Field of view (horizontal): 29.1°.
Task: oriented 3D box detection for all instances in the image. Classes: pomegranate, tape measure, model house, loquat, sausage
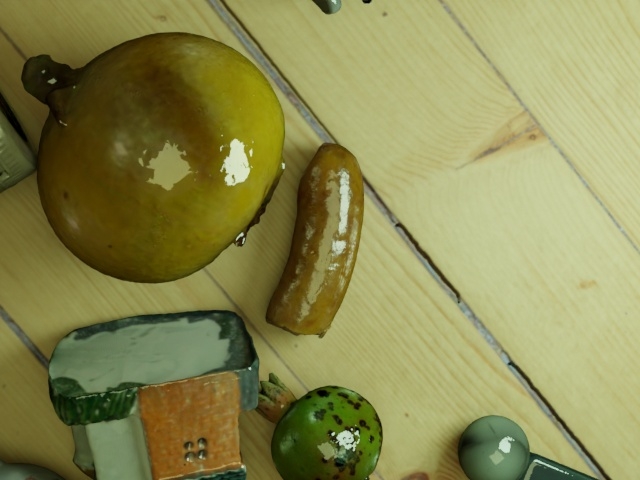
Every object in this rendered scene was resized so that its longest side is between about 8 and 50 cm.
[{"bbox_3d":[-0.008,0.264,1.702,0.205,0.159,0.159,36,87,17],"label":"pomegranate"},{"bbox_3d":[-0.478,-0.177,1.564,0.133,0.231,0.271,-30,97,-4],"label":"tape measure"},{"bbox_3d":[-0.215,0.272,1.673,0.271,0.190,0.301,-9,109,-11],"label":"model house"},{"bbox_3d":[-0.221,-0.116,1.555,0.359,0.328,0.328,32,88,-13],"label":"loquat"},{"bbox_3d":[0.001,0.000,1.706,0.109,0.109,0.270,11,92,-8],"label":"sausage"}]

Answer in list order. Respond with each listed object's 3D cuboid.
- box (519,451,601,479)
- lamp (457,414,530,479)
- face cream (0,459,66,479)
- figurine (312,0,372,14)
[{"bbox_3d":[0.323,0.438,1.797,0.160,0.050,0.230,23,89,-8],"label":"box"},{"bbox_3d":[0.245,0.301,1.753,0.105,0.105,0.105,0,93,-8],"label":"lamp"},{"bbox_3d":[-0.374,0.366,1.627,0.336,0.163,0.080,32,110,14],"label":"face cream"},{"bbox_3d":[0.143,-0.450,1.689,0.387,0.166,0.207,-33,54,-9],"label":"figurine"}]
